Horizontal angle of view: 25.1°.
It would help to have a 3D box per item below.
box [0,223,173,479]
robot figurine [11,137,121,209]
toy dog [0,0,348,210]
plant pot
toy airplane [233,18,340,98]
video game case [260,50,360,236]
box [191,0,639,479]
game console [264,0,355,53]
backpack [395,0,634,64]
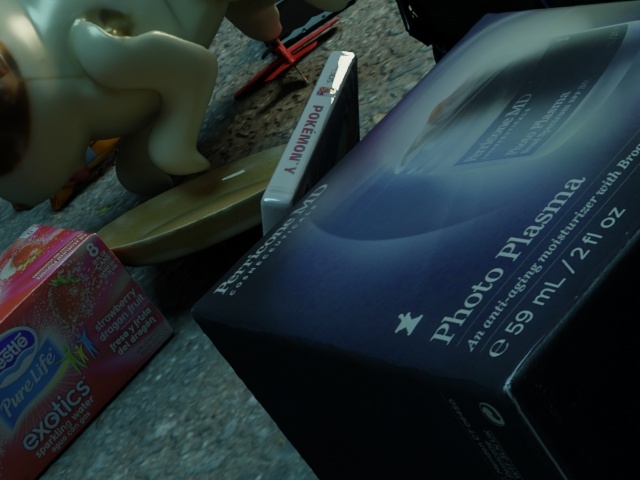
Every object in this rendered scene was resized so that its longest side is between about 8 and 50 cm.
[{"bbox_3d":[-0.267,0.114,1.204,0.257,0.122,0.128,-47,28,-23],"label":"box"},{"bbox_3d":[-0.274,-0.160,1.746,0.291,0.085,0.211,-49,28,-25],"label":"robot figurine"},{"bbox_3d":[-0.233,-0.211,1.404,0.408,0.395,0.284,-46,24,-17],"label":"toy dog"},{"bbox_3d":[-0.094,-0.031,1.289,0.236,0.032,0.236,-22,13,5],"label":"plant pot"},{"bbox_3d":[-0.039,-0.201,1.586,0.151,0.028,0.151,-30,26,16],"label":"toy airplane"},{"bbox_3d":[0.000,0.000,1.000,0.023,0.201,0.183,6,39,13],"label":"video game case"},{"bbox_3d":[0.135,0.017,0.803,0.296,0.183,0.294,-46,25,-22],"label":"box"},{"bbox_3d":[-0.017,-0.272,1.704,0.122,0.071,0.107,-33,-5,5],"label":"game console"},{"bbox_3d":[0.155,-0.222,1.123,0.213,0.276,0.263,-38,18,-16],"label":"backpack"}]
